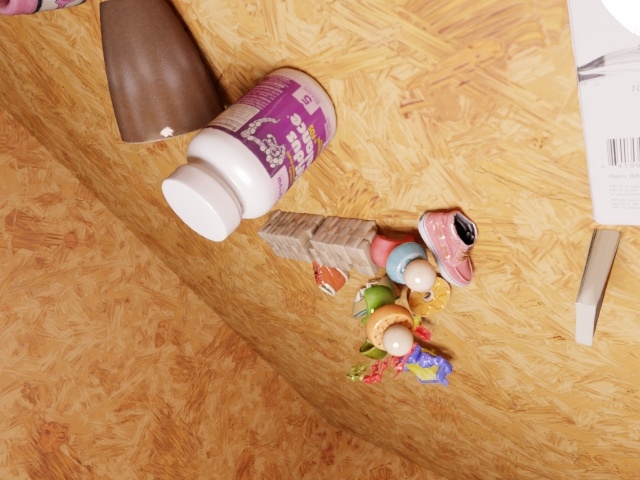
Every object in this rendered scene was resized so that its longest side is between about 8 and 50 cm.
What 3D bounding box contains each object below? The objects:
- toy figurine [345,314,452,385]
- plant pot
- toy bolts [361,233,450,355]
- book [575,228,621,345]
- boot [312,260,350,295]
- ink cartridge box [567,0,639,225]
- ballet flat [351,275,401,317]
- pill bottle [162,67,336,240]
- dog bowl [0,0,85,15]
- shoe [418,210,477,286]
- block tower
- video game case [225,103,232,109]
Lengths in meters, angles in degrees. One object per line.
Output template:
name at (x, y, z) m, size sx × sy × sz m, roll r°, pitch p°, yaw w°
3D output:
toy figurine at (0.254, 0.370, 1.154) m, size 0.217 × 0.191 × 0.362 m, roll 34°, pitch 152°, yaw -4°
plant pot at (-0.318, -0.333, 0.774) m, size 0.215 × 0.215 × 0.231 m, roll 14°, pitch 129°, yaw 36°
toy bolts at (0.194, 0.108, 0.816) m, size 0.158 × 0.218 × 0.229 m, roll -121°, pitch 27°, yaw -64°
book at (0.402, 0.068, 0.591) m, size 0.035 × 0.144 × 0.096 m, roll 11°, pitch 141°, yaw 39°
boot at (0.002, 0.080, 1.109) m, size 0.158 × 0.085 × 0.059 m, roll 42°, pitch 152°, yaw -6°
ink cartridge box at (0.352, -0.163, 0.333) m, size 0.223 × 0.129 × 0.307 m, roll 5°, pitch 138°, yaw 44°
ballet flat at (0.140, 0.149, 1.089) m, size 0.073 × 0.080 × 0.232 m, roll 63°, pitch 150°, yaw 11°
pill bottle at (-0.113, -0.145, 0.688) m, size 0.169 × 0.301 × 0.169 m, roll 27°, pitch 149°, yaw 18°
dog bowl at (-0.639, -0.620, 0.743) m, size 0.408 × 0.150 × 0.408 m, roll 27°, pitch 150°, yaw 17°
shoe at (0.259, 0.020, 0.761) m, size 0.178 × 0.063 × 0.081 m, roll 54°, pitch 152°, yaw -19°
block tower at (0.000, 0.000, 0.989) m, size 0.335 × 0.091 × 0.097 m, roll 11°, pitch 141°, yaw 40°
video game case at (-0.190, -0.229, 0.946) m, size 0.119 × 0.015 × 0.166 m, roll 43°, pitch 150°, yaw -9°
